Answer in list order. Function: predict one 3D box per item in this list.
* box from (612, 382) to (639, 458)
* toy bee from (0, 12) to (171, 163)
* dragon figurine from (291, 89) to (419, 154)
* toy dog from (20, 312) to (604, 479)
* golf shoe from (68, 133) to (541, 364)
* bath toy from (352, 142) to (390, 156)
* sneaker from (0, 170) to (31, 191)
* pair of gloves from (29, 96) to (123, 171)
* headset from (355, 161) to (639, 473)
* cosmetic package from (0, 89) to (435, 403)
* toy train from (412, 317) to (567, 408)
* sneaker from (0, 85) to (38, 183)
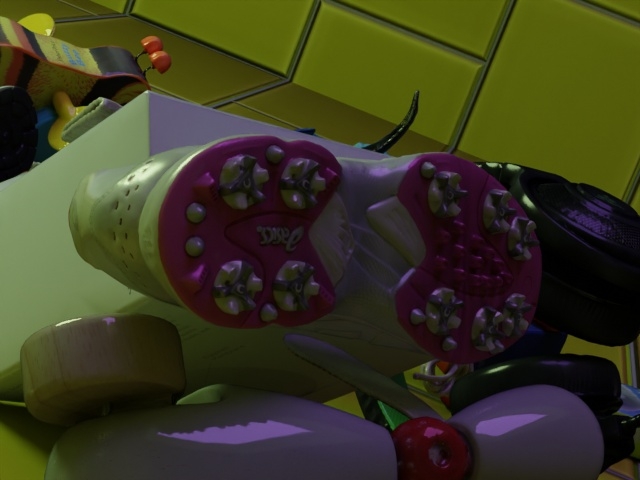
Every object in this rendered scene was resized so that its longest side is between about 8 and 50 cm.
[{"bbox_3d":[0.290,0.169,1.571,0.178,0.042,0.109,18,13,-10],"label":"box"},{"bbox_3d":[-0.231,-0.149,1.587,0.195,0.162,0.298,50,15,22],"label":"toy bee"},{"bbox_3d":[-0.030,-0.061,1.643,0.289,0.085,0.144,-20,0,8],"label":"dragon figurine"},{"bbox_3d":[-0.022,0.139,0.909,0.334,0.220,0.161,21,-27,-21],"label":"toy dog"},{"bbox_3d":[0.000,0.000,0.919,0.140,0.115,0.306,5,-6,44],"label":"golf shoe"},{"bbox_3d":[0.066,-0.006,1.755,0.151,0.129,0.348,19,13,-11],"label":"bath toy"},{"bbox_3d":[-0.223,0.019,1.288,0.123,0.105,0.290,-9,19,3],"label":"sneaker"},{"bbox_3d":[-0.145,-0.054,1.476,0.204,0.042,0.240,18,-26,-21],"label":"pair of gloves"},{"bbox_3d":[0.192,0.079,1.217,0.185,0.243,0.394,10,2,-42],"label":"headset"},{"bbox_3d":[-0.079,0.025,1.086,0.225,0.138,0.224,11,-25,-37],"label":"cosmetic package"},{"bbox_3d":[0.102,0.078,1.481,0.143,0.105,0.248,32,16,33],"label":"toy train"},{"bbox_3d":[-0.355,-0.071,1.352,0.124,0.107,0.283,5,9,23],"label":"sneaker"}]
